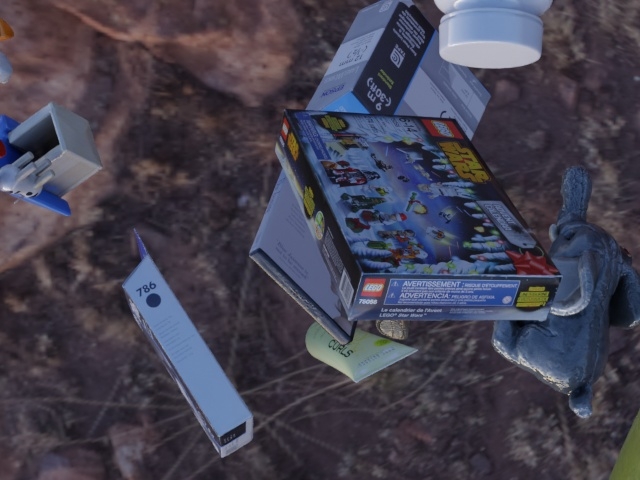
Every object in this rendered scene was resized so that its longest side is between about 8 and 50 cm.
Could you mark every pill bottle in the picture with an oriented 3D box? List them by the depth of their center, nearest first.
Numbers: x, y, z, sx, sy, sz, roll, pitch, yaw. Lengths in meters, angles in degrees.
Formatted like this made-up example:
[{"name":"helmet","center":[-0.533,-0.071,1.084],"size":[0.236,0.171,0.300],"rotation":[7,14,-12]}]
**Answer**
[{"name":"pill bottle","center":[0.170,-0.281,1.187],"size":[0.119,0.119,0.208],"rotation":[1,83,28]}]

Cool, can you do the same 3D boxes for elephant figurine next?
[{"name":"elephant figurine","center":[0.326,0.058,1.531],"size":[0.186,0.169,0.239],"rotation":[32,113,12]}]

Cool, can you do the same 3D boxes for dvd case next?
[{"name":"dvd case","center":[0.000,0.000,1.618],"size":[0.022,0.253,0.180],"rotation":[-33,113,31]}]

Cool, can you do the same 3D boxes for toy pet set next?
[{"name":"toy pet set","center":[-0.192,-0.065,0.715],"size":[0.065,0.114,0.122],"rotation":[-32,60,18]}]

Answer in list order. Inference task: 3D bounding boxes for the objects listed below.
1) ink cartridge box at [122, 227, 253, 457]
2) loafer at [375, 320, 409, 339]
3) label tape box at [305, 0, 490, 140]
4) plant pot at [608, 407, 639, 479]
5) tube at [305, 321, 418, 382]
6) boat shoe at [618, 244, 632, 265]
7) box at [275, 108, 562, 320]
[{"name":"ink cartridge box","center":[-0.209,0.153,1.787],"size":[0.065,0.165,0.333],"rotation":[-30,73,-12]},{"name":"loafer","center":[0.115,0.104,1.891],"size":[0.056,0.148,0.050],"rotation":[14,59,18]},{"name":"label tape box","center":[0.111,-0.180,1.918],"size":[0.115,0.348,0.249],"rotation":[-15,130,44]},{"name":"plant pot","center":[0.270,0.083,0.556],"size":[0.275,0.275,0.293],"rotation":[16,116,26]},{"name":"tube","center":[0.046,0.148,1.642],"size":[0.062,0.240,0.070],"rotation":[26,86,-19]},{"name":"boat shoe","center":[0.395,0.022,1.699],"size":[0.042,0.133,0.049],"rotation":[24,95,-10]},{"name":"box","center":[0.040,-0.015,0.561],"size":[0.137,0.094,0.027],"rotation":[-115,32,-50]}]
